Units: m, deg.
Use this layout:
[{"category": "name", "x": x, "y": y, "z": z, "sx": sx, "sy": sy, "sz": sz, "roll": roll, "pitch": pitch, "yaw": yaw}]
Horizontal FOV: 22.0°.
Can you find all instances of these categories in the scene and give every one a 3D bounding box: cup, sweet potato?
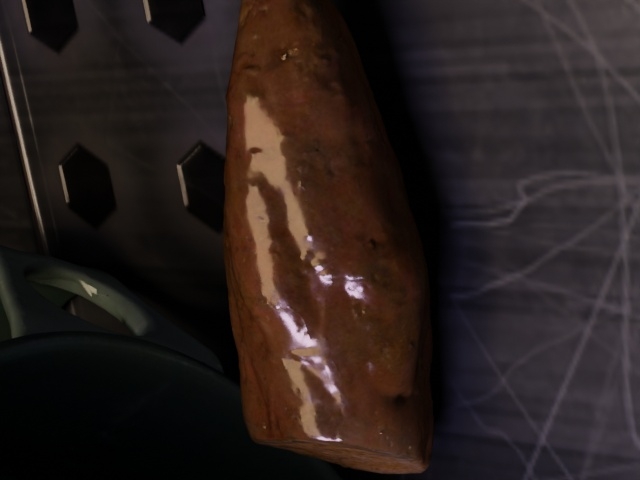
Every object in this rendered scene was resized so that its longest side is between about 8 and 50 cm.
[{"category": "cup", "x": -0.159, "y": 0.231, "z": 0.860, "sx": 0.310, "sy": 0.401, "sz": 0.392, "roll": 39, "pitch": 132, "yaw": -14}, {"category": "sweet potato", "x": 0.000, "y": 0.000, "z": 0.738, "sx": 0.097, "sy": 0.097, "sz": 0.251, "roll": 8, "pitch": 114, "yaw": 42}]
